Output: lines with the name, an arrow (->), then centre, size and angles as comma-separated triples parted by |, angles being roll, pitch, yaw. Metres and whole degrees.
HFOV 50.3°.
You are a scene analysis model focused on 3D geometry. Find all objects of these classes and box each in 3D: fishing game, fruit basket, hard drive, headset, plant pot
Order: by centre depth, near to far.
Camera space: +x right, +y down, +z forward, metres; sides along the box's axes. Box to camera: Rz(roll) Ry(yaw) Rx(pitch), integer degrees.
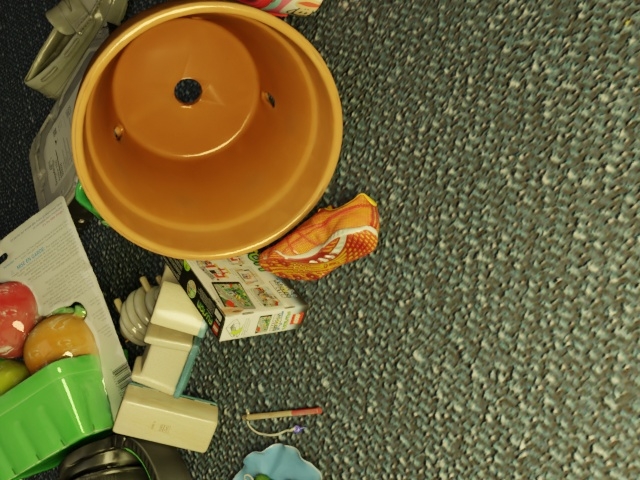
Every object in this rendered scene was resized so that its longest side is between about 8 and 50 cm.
fishing game -> -0.063, 0.318, 0.759 | 0.189, 0.041, 0.263 | -18, 61, 43
plant pot -> -0.143, -0.149, 0.808 | 0.290, 0.291, 0.203 | -61, 30, 17
headset -> -0.311, 0.385, 0.911 | 0.394, 0.185, 0.243 | -17, 69, 46
fruit basket -> -0.433, 0.163, 1.036 | 0.327, 0.165, 0.352 | -33, 68, 19
hard drive -> -0.419, -0.189, 1.227 | 0.339, 0.064, 0.236 | -45, 53, 31

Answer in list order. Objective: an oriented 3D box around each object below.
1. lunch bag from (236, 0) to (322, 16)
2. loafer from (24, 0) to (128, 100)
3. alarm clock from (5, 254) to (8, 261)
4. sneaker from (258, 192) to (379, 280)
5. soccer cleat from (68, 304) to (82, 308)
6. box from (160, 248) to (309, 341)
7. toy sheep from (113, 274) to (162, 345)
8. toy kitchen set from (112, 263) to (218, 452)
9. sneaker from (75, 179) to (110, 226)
lunch bag -> -0.092, -0.412, 0.892 | 0.293, 0.120, 0.258 | 38, 125, 43
loafer -> -0.446, -0.401, 1.260 | 0.112, 0.112, 0.319 | 49, 116, 39
alarm clock -> -0.581, 0.071, 1.341 | 0.129, 0.064, 0.192 | 47, 118, 40
sneaker -> 0.000, 0.000, 0.778 | 0.175, 0.064, 0.067 | -21, 47, 36
soccer cleat -> -0.480, 0.173, 1.194 | 0.289, 0.094, 0.121 | -6, 80, 44
box -> -0.116, 0.037, 0.834 | 0.207, 0.114, 0.036 | 46, 127, 41
toy sheep -> -0.240, 0.101, 0.971 | 0.132, 0.091, 0.091 | -39, 57, 28
toy kitchen set -> -0.173, 0.136, 0.900 | 0.166, 0.122, 0.207 | -103, 34, -65
sneaker -> -0.266, -0.049, 0.999 | 0.296, 0.124, 0.109 | 6, 86, 45
